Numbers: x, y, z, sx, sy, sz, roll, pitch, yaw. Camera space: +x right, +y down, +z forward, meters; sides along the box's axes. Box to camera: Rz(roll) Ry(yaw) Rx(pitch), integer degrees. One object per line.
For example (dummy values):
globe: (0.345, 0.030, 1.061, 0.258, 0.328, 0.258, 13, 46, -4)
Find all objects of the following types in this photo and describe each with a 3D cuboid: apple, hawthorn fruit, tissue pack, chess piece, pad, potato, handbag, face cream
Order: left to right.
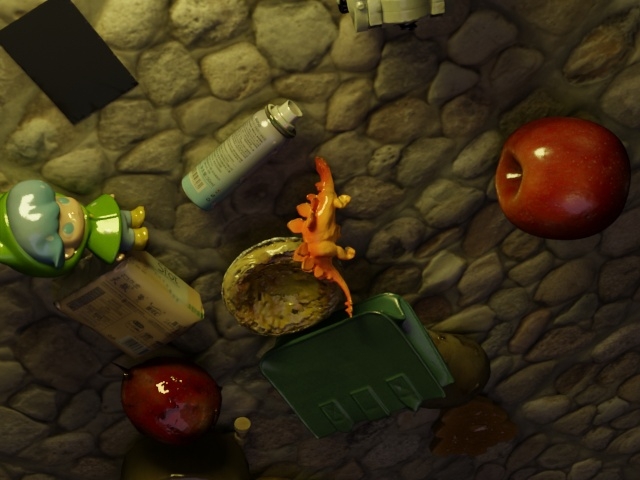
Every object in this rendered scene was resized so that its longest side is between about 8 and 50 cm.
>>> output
pad: (-0.380, -0.271, 1.440, 0.127, 0.004, 0.190, -28, 132, 10)
tissue pack: (-0.345, 0.105, 1.719, 0.186, 0.090, 0.222, -33, 129, 18)
hawthorn fruit: (-0.310, 0.301, 1.854, 0.235, 0.181, 0.181, 29, 119, -18)
chess piece: (-0.173, 0.425, 2.082, 0.035, 0.035, 0.092, -2, 135, -12)
face cream: (-0.124, -0.143, 1.569, 0.229, 0.075, 0.075, -38, 129, 20)
handbag: (0.066, 0.245, 1.838, 0.326, 0.089, 0.238, -25, 108, 31)
potato: (0.238, 0.265, 1.959, 0.262, 0.165, 0.165, 17, 124, -29)
apple: (0.416, -0.107, 1.647, 0.201, 0.218, 0.218, 3, 129, -16)

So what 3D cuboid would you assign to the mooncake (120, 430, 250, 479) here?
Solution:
mooncake: (-0.290, 0.527, 2.051, 0.284, 0.155, 0.284, -5, 131, -5)

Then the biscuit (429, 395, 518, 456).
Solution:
biscuit: (0.345, 0.421, 2.207, 0.212, 0.041, 0.239, -14, 133, 6)

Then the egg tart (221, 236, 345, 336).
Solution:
egg tart: (-0.069, 0.075, 1.762, 0.234, 0.094, 0.234, -5, 132, -6)

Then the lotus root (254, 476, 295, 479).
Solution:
lotus root: (-0.049, 0.649, 2.227, 0.342, 0.151, 0.169, 23, 122, -27)

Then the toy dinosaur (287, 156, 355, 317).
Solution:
toy dinosaur: (0.000, 0.000, 1.654, 0.117, 0.070, 0.288, -11, 100, -34)

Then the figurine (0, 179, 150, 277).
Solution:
figurine: (-0.411, -0.017, 1.554, 0.263, 0.162, 0.143, 2, 153, -31)

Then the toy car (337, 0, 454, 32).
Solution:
toy car: (0.101, -0.439, 1.345, 0.193, 0.118, 0.301, -10, 131, -3)
